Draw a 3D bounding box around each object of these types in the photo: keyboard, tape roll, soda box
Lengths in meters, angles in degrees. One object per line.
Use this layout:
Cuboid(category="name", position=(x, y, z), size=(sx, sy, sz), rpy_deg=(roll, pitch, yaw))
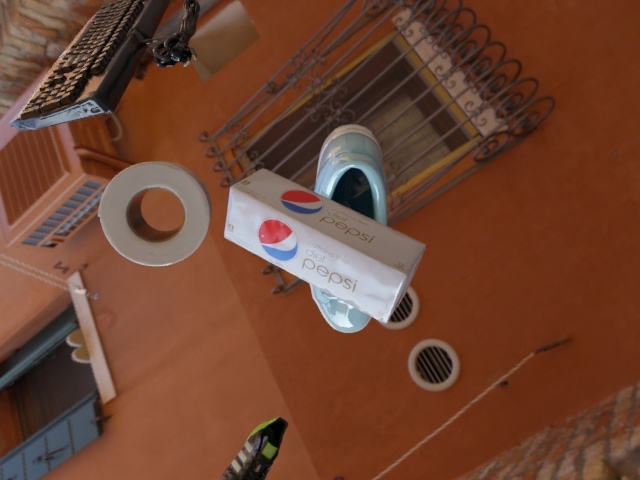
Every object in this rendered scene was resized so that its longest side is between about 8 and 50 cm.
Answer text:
Cuboid(category="keyboard", position=(-0.237, -0.245, 0.582), size=(0.033, 0.202, 0.317), rpy_deg=(72, -169, -46))
Cuboid(category="tape roll", position=(-0.393, -0.072, 1.171), size=(0.246, 0.246, 0.169), rpy_deg=(50, 178, -14))
Cuboid(category="soda box", position=(0.000, 0.000, 0.534), size=(0.216, 0.073, 0.069), rpy_deg=(26, -143, 16))

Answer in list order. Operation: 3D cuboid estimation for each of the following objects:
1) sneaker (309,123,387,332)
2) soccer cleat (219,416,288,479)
Cuboid(category="sneaker", position=(0.035, 0.016, 0.742), size=(0.150, 0.135, 0.365), rpy_deg=(-81, -12, -62))
Cuboid(category="soccer cleat", position=(-0.101, 0.338, 0.715), size=(0.060, 0.072, 0.179), rpy_deg=(41, -150, -6))
